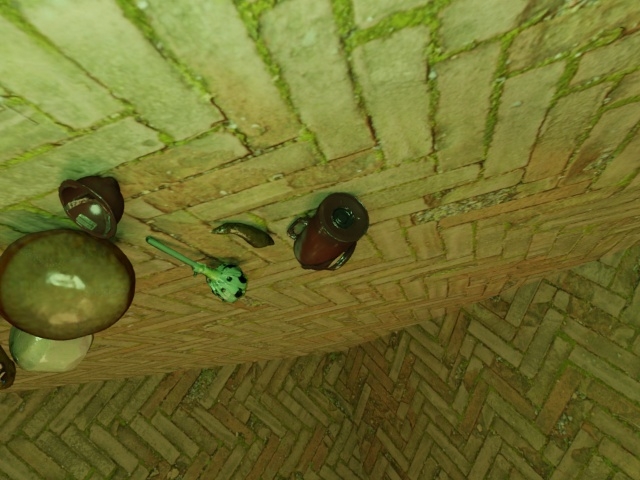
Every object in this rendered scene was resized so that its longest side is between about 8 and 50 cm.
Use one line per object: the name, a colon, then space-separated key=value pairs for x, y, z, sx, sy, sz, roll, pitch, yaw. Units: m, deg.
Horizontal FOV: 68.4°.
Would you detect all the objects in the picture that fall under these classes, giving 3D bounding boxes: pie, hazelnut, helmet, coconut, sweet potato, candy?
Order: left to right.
pie: x=-0.787 y=0.233 z=1.044 sx=0.273 sy=0.069 sz=0.273 roll=20 pitch=141 yaw=18
coconut: x=-0.642 y=0.242 z=1.145 sx=0.171 sy=0.171 sz=0.183 roll=-20 pitch=153 yaw=25
hazelnut: x=-0.415 y=0.068 z=0.768 sx=0.214 sy=0.176 sz=0.214 roll=11 pitch=180 yaw=0
helmet: x=-0.296 y=-0.056 z=0.637 sx=0.089 sy=0.057 sz=0.111 roll=38 pitch=141 yaw=-6
candy: x=-0.250 y=0.058 z=0.978 sx=0.083 sy=0.091 sz=0.305 roll=-41 pitch=148 yaw=4
sweet potato: x=-0.135 y=-0.009 z=0.896 sx=0.041 sy=0.038 sz=0.153 roll=-45 pitch=145 yaw=21

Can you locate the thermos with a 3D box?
thermos: x=0.001 y=-0.003 z=0.908 sx=0.124 sy=0.099 sz=0.232 roll=32 pitch=152 yaw=-7
